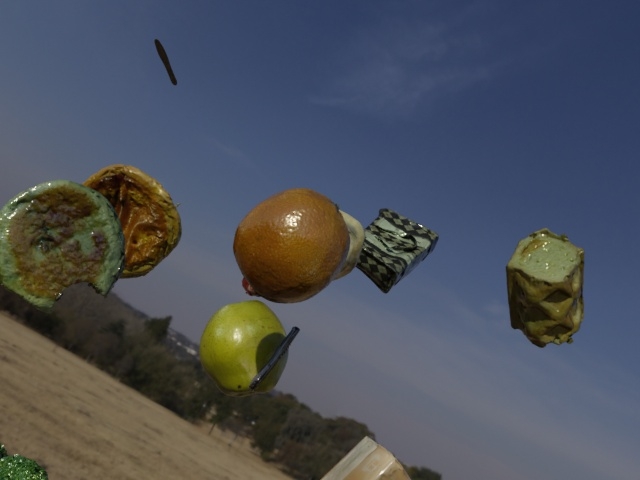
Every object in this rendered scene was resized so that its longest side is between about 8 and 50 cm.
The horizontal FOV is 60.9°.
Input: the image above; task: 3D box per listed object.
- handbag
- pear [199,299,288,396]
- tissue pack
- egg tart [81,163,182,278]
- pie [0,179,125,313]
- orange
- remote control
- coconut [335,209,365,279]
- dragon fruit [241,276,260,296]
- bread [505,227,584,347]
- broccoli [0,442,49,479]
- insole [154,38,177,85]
[{"bbox_3d":[0.300,0.020,2.438,0.316,0.416,0.180,37,-48,19],"label":"handbag"},{"bbox_3d":[-0.232,0.320,1.645,0.294,0.294,0.294,24,-20,9],"label":"pear"},{"bbox_3d":[0.088,0.631,1.177,0.238,0.305,0.239,46,-19,21],"label":"tissue pack"},{"bbox_3d":[-0.580,-0.063,1.667,0.153,0.339,0.352,-92,161,-69],"label":"egg tart"},{"bbox_3d":[-0.581,0.010,1.225,0.302,0.303,0.066,40,-24,-31],"label":"pie"},{"bbox_3d":[-0.061,0.007,1.186,0.264,0.264,0.264,24,-20,9],"label":"orange"},{"bbox_3d":[-0.127,0.325,1.500,0.028,0.212,0.059,38,-18,4],"label":"remote control"},{"bbox_3d":[0.000,0.000,1.434,0.224,0.224,0.224,24,-20,9],"label":"coconut"},{"bbox_3d":[-0.181,0.137,1.738,0.190,0.094,0.094,6,-29,41],"label":"dragon fruit"},{"bbox_3d":[0.623,0.136,1.502,0.196,0.238,0.252,9,-49,32],"label":"bread"},{"bbox_3d":[-0.788,0.629,1.212,0.310,0.413,0.321,62,-16,14],"label":"broccoli"},{"bbox_3d":[-0.446,-0.513,1.568,0.045,0.002,0.135,9,-53,47],"label":"insole"}]
